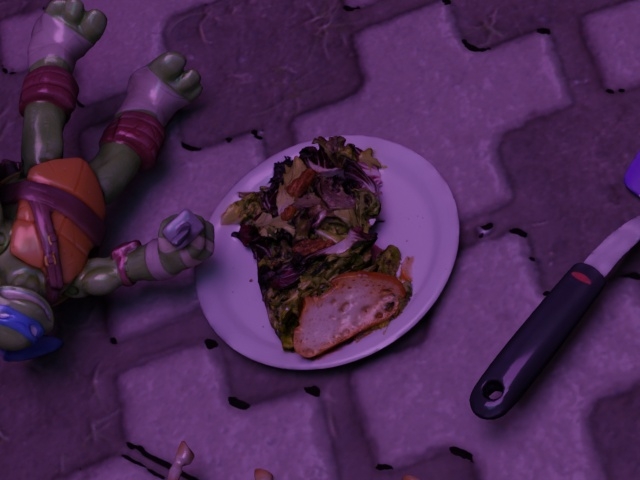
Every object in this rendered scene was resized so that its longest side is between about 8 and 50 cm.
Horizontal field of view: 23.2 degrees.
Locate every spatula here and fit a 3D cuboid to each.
[{"bbox_3d":[0.196,0.009,1.046,0.084,0.030,0.296,32,66,32],"label":"spatula"}]

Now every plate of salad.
[{"bbox_3d":[0.000,0.000,1.122,0.200,0.048,0.199,-10,55,15],"label":"plate of salad"}]

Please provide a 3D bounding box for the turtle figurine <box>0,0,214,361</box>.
[{"bbox_3d":[-0.165,-0.065,1.119,0.198,0.274,0.266,7,50,6],"label":"turtle figurine"}]

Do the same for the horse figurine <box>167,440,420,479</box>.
[{"bbox_3d":[-0.030,0.222,0.977,0.263,0.066,0.174,6,55,26],"label":"horse figurine"}]
